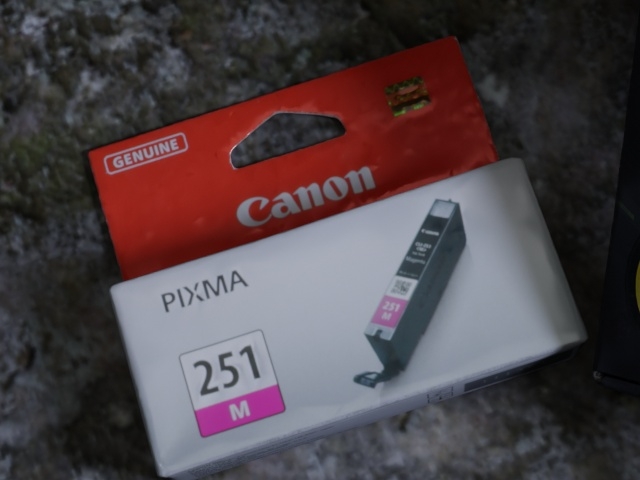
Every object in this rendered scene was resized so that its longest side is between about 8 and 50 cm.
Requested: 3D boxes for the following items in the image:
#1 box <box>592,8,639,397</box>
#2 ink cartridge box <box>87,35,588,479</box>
[{"bbox_3d":[0.322,-0.081,0.684,0.318,0.097,0.394,14,104,33],"label":"box"},{"bbox_3d":[0.000,0.000,0.852,0.275,0.060,0.239,-18,74,-1],"label":"ink cartridge box"}]
